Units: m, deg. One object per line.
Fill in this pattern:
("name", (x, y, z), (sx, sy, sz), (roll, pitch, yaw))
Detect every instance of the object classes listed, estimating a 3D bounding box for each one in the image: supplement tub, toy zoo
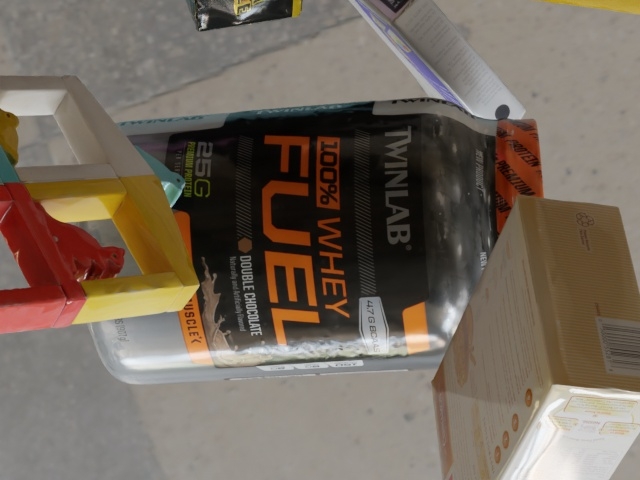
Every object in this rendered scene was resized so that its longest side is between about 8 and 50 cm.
("supplement tub", (0.000, 0.000, 1.113), (0.338, 0.207, 0.207), (-5, 105, 7))
("toy zoo", (-0.201, -0.028, 0.919), (0.030, 0.293, 0.192), (-52, 58, 35))

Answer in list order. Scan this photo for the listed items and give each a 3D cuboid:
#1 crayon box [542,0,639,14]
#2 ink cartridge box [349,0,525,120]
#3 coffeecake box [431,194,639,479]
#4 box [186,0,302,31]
("crayon box", (0.100, -0.176, 0.475), (0.203, 0.083, 0.323), (58, 167, -24))
("ink cartridge box", (0.095, -0.164, 1.270), (0.045, 0.208, 0.206), (-42, 33, 3))
("coffeecake box", (0.128, 0.089, 0.880), (0.185, 0.068, 0.142), (109, 164, -45))
("box", (-0.076, -0.331, 0.901), (0.322, 0.079, 0.257), (94, 161, -49))
